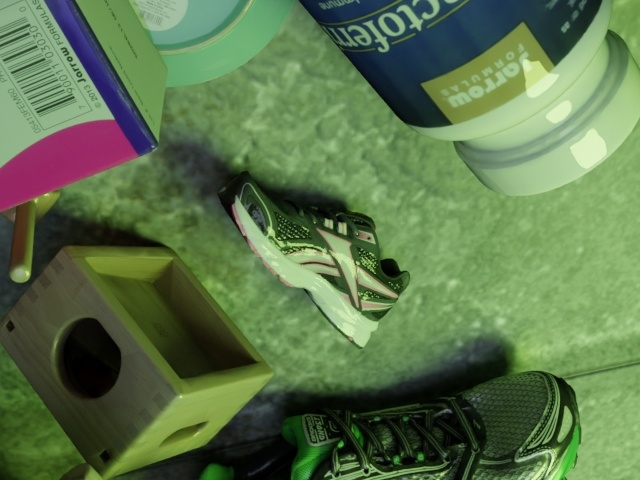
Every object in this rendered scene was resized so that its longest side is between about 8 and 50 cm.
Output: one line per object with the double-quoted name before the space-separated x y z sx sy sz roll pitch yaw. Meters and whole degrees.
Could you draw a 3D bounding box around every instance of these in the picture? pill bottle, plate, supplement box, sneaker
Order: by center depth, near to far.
"supplement box" -0.213 -0.082 0.536 0.220 0.114 0.111 -20 124 8
"pill bottle" 0.076 -0.155 0.545 0.153 0.153 0.265 -39 121 12
"plate" -0.099 -0.179 0.569 0.188 0.024 0.188 -6 122 -9
"sneaker" 0.000 0.000 0.685 0.077 0.072 0.178 -45 128 2
"sneaker" 0.053 0.197 0.767 0.344 0.134 0.146 -26 122 5

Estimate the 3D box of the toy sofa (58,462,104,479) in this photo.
"toy sofa" -0.209 0.218 0.622 0.363 0.177 0.150 -14 119 48

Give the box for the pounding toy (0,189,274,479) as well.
"pounding toy" -0.163 0.052 0.618 0.094 0.206 0.181 -47 162 16
